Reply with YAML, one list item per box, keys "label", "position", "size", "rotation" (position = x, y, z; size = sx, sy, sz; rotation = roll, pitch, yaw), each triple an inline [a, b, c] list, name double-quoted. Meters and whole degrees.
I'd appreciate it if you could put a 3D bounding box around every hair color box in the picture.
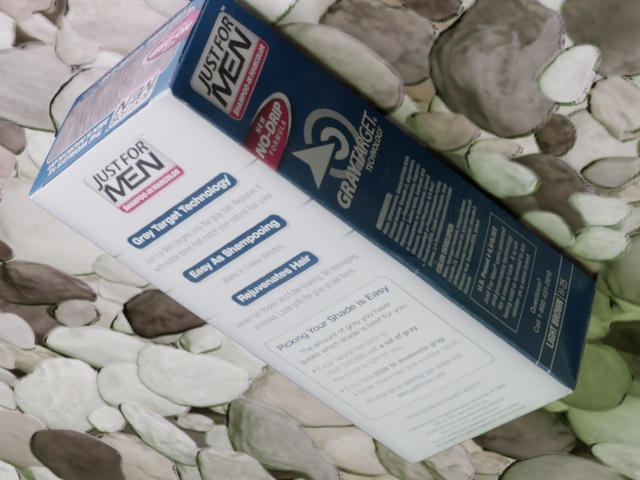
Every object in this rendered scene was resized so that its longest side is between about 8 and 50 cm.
- label: "hair color box"
  position: [0.000, 0.000, 1.258]
  size: [0.347, 0.105, 0.174]
  rotation: [36, 138, -21]
